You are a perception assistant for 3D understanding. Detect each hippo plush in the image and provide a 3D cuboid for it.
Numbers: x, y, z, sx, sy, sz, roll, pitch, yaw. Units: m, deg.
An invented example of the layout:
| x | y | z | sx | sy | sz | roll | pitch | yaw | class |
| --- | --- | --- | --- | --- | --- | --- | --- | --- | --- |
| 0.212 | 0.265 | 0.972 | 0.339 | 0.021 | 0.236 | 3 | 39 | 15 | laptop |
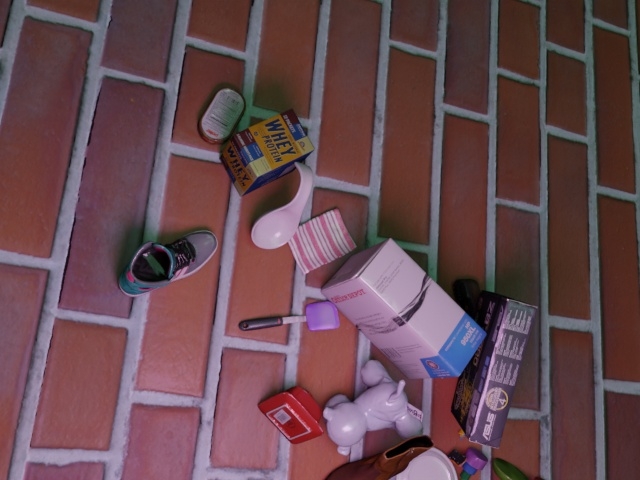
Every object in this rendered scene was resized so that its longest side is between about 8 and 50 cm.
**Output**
| x | y | z | sx | sy | sz | roll | pitch | yaw | class |
| --- | --- | --- | --- | --- | --- | --- | --- | --- | --- |
| 0.136 | 0.497 | 1.751 | 0.236 | 0.294 | 0.234 | -31 | 101 | -9 | hippo plush |

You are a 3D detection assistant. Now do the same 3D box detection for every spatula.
| x | y | z | sx | sy | sz | roll | pitch | yaw | class |
| --- | --- | --- | --- | --- | --- | --- | --- | --- | --- |
| -0.091 | 0.230 | 1.842 | 0.296 | 0.030 | 0.084 | -4 | 79 | -21 | spatula |

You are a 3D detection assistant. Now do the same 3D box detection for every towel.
| x | y | z | sx | sy | sz | roll | pitch | yaw | class |
| --- | --- | --- | --- | --- | --- | --- | --- | --- | --- |
| 0.000 | 0.000 | 1.928 | 0.197 | 0.029 | 0.144 | -25 | 87 | -23 | towel |

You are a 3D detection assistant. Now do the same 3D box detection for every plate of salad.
| x | y | z | sx | sy | sz | roll | pitch | yaw | class |
| --- | --- | --- | --- | --- | --- | --- | --- | --- | --- |
| 0.312 | 0.711 | 1.875 | 0.199 | 0.048 | 0.200 | 7 | 65 | -16 | plate of salad |

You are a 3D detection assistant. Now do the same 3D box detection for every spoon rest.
| x | y | z | sx | sy | sz | roll | pitch | yaw | class |
| --- | --- | --- | --- | --- | --- | --- | --- | --- | --- |
| -0.101 | -0.085 | 1.812 | 0.137 | 0.084 | 0.276 | 14 | 116 | -36 | spoon rest |

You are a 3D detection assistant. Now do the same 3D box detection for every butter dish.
| x | y | z | sx | sy | sz | roll | pitch | yaw | class |
| --- | --- | --- | --- | --- | --- | --- | --- | --- | --- |
| -0.062 | 0.461 | 1.753 | 0.160 | 0.160 | 0.118 | 48 | 44 | -6 | butter dish |

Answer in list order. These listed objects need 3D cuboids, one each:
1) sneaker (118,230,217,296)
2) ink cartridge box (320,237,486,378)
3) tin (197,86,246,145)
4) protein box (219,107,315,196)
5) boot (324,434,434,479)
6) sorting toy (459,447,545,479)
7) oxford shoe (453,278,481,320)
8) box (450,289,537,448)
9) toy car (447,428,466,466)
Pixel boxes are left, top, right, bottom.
| x | y | z | sx | sy | sz | roll | pitch | yaw | class |
| --- | --- | --- | --- | --- | --- | --- | --- | --- | --- |
| -0.394 | 0.044 | 1.689 | 0.295 | 0.178 | 0.124 | -32 | 90 | -24 | sneaker |
| 0.228 | 0.205 | 1.827 | 0.395 | 0.285 | 0.166 | 44 | 66 | -7 | ink cartridge box |
| -0.294 | -0.373 | 1.899 | 0.106 | 0.040 | 0.190 | 28 | 70 | -8 | tin |
| -0.157 | -0.249 | 1.831 | 0.199 | 0.201 | 0.136 | -29 | 89 | -24 | protein box |
| 0.148 | 0.613 | 1.699 | 0.264 | 0.280 | 0.096 | -8 | 64 | -17 | boot |
| 0.578 | 0.766 | 1.951 | 0.365 | 0.127 | 0.126 | 27 | 100 | -10 | sorting toy |
| 0.501 | 0.232 | 2.036 | 0.096 | 0.083 | 0.227 | -4 | 82 | -29 | oxford shoe |
| 0.486 | 0.351 | 1.820 | 0.097 | 0.318 | 0.395 | 15 | 91 | 0 | box |
| 0.431 | 0.632 | 1.921 | 0.122 | 0.060 | 0.040 | -48 | 127 | -36 | toy car |
